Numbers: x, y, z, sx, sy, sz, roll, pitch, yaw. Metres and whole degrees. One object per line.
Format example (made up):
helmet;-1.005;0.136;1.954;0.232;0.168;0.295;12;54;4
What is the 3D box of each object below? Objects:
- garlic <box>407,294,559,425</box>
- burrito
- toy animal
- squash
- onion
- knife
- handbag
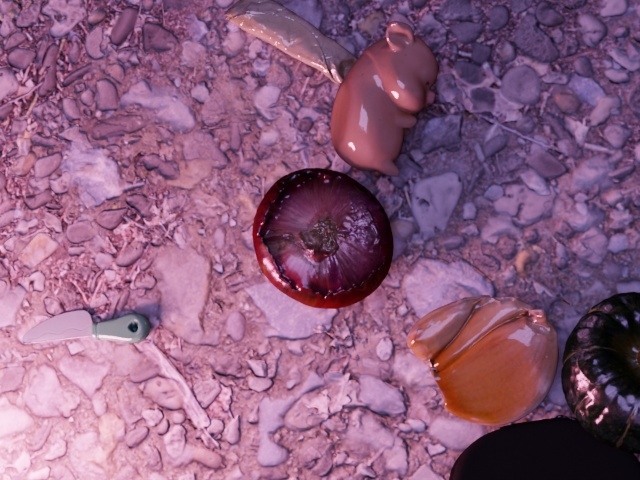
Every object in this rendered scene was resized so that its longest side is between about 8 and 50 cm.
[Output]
garlic;0.282;0.186;1.714;0.228;0.110;0.217;-28;88;20
burrito;-0.050;-0.364;1.901;0.275;0.059;0.082;36;77;16
toy animal;0.107;-0.239;1.799;0.154;0.166;0.250;25;91;-12
squash;0.491;0.199;1.601;0.252;0.165;0.252;1;59;-1
onion;0.004;-0.004;1.783;0.248;0.161;0.248;0;90;8
knife;-0.434;0.158;1.938;0.260;0.034;0.063;-2;77;17
handbag;0.348;0.390;1.619;0.308;0.093;0.253;-9;46;-1
